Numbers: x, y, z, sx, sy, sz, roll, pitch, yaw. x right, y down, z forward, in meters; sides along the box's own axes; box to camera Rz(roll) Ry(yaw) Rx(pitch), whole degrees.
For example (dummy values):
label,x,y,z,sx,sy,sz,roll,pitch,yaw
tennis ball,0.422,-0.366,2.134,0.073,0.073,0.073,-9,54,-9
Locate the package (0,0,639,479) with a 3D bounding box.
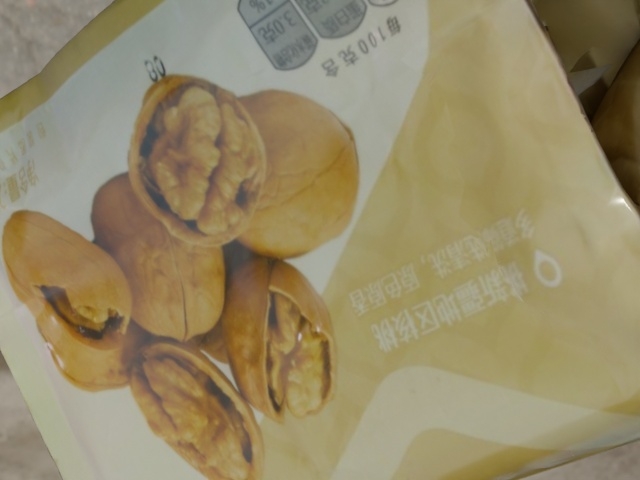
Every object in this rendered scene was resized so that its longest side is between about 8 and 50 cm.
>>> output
label,x,y,z,sx,sy,sz,roll,pitch,yaw
package,0.018,-0.014,0.540,0.311,0.221,0.165,-29,178,42
